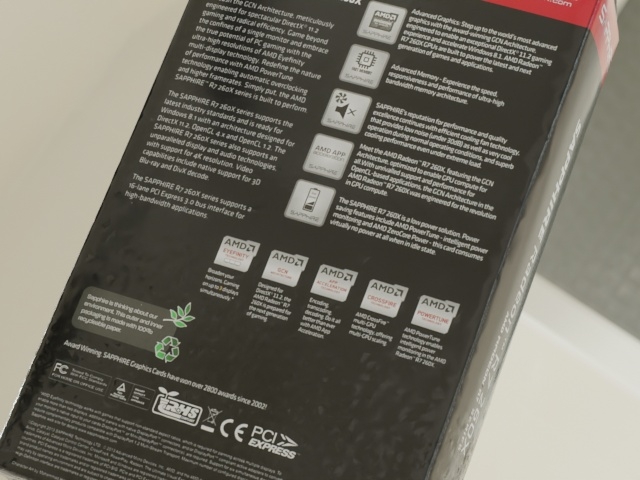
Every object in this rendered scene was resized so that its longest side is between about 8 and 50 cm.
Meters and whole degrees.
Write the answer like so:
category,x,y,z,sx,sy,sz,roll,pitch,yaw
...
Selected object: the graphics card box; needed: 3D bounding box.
category,x,y,z,sx,sy,sz,roll,pitch,yaw
graphics card box,0.000,0.000,0.986,0.094,0.233,0.371,63,-135,-66
